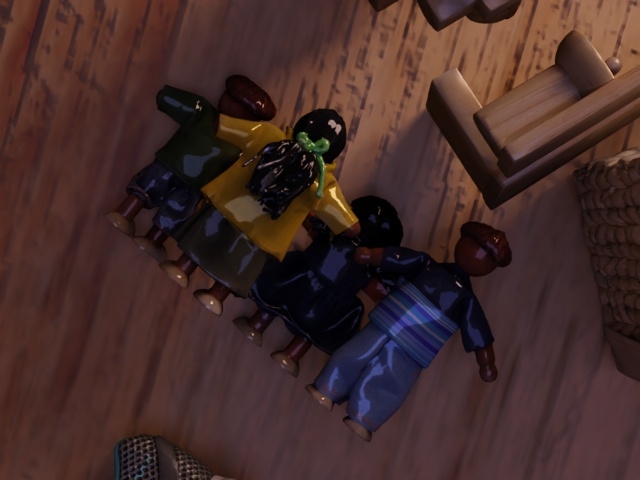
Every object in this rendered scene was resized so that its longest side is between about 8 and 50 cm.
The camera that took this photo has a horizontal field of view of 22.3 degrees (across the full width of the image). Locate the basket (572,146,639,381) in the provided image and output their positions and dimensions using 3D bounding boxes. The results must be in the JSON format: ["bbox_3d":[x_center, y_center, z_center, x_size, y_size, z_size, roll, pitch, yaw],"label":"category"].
[{"bbox_3d":[0.179,0.000,0.693,0.113,0.167,0.103,-18,91,-2],"label":"basket"}]

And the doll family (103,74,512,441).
[{"bbox_3d":[0.000,0.000,0.729,0.193,0.076,0.111,41,88,-12],"label":"doll family"}]

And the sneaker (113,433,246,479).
[{"bbox_3d":[-0.105,0.159,0.752,0.076,0.065,0.166,39,90,10],"label":"sneaker"}]

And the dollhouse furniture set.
[{"bbox_3d":[0.091,-0.119,0.697,0.123,0.144,0.151,-31,83,-4],"label":"dollhouse furniture set"}]
